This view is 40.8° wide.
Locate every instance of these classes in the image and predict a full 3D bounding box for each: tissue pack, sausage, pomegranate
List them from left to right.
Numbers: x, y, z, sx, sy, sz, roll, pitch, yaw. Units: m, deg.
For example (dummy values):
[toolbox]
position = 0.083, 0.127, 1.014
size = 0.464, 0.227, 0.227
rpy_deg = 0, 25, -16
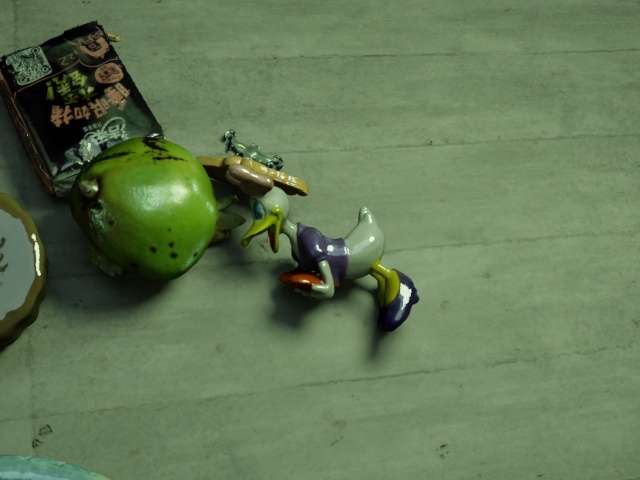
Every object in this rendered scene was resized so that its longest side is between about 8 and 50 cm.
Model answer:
[tissue pack]
position = -0.465, -0.249, 1.652
size = 0.244, 0.123, 0.332
rpy_deg = -25, 65, -18
[sausage]
position = -0.470, -0.438, 1.817
size = 0.100, 0.015, 0.015
rpy_deg = 15, 58, -4
[pomegranate]
position = -0.281, -0.054, 1.521
size = 0.340, 0.260, 0.261
rpy_deg = -3, 56, -48

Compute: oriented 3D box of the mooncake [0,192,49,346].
[mooncake]
position = -0.593, 0.053, 1.406
size = 0.290, 0.161, 0.291
rpy_deg = 4, 71, -11

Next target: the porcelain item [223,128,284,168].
[porcelain item]
position = -0.146, -0.165, 1.726
size = 0.136, 0.021, 0.075
rpy_deg = 30, 58, 5

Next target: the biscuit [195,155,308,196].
[biscuit]
position = -0.142, -0.124, 1.634
size = 0.250, 0.162, 0.035
rpy_deg = 12, 71, 8

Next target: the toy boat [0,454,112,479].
[toy boat]
position = -0.459, 0.416, 1.264
size = 0.329, 0.123, 0.215
rpy_deg = 11, 60, -8

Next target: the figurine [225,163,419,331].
[figurine]
position = 0.002, 0.006, 1.545
size = 0.420, 0.154, 0.193
rpy_deg = 25, 84, -9
